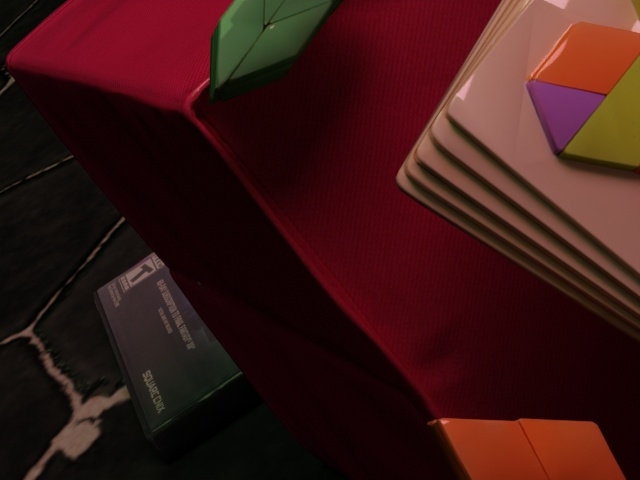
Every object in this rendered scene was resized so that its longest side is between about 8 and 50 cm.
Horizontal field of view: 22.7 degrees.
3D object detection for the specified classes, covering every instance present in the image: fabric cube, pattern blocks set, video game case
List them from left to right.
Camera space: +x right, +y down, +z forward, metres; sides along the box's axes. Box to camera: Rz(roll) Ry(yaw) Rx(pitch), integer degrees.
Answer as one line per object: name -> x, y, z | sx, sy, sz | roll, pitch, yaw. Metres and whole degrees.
video game case -> 0.000, 0.000, 0.927 | 0.274, 0.026, 0.196 | -35, 27, -1
fabric cube -> 0.071, -0.046, 0.638 | 0.254, 0.259, 0.258 | -41, 22, -13
pattern blocks set -> 0.133, -0.028, 0.463 | 0.026, 0.325, 0.285 | 136, 157, -78
